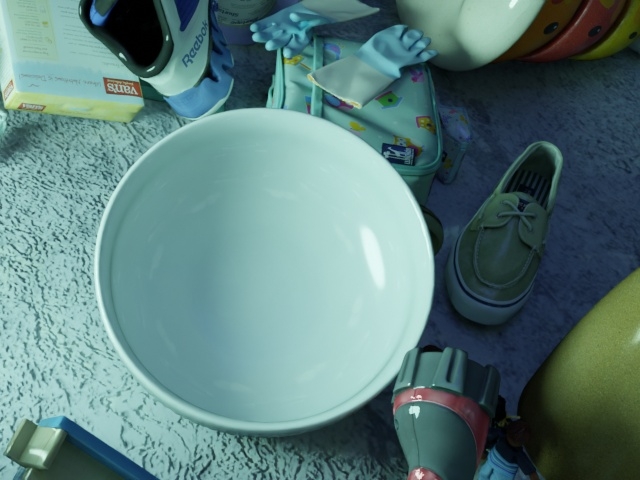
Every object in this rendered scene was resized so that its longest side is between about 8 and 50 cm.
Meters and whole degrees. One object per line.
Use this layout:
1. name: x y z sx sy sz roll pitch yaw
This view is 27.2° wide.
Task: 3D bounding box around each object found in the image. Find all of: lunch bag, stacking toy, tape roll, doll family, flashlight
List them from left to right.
1. tape roll: -0.114 -0.367 1.806 0.189 0.189 0.080 16 40 -2
2. lunch bag: 0.034 -0.148 1.675 0.224 0.108 0.279 11 40 -9
3. flashlight: 0.088 0.248 1.194 0.103 0.103 0.304 16 59 3
4. lunch bag: 0.165 -0.126 1.726 0.053 0.071 0.083 4 43 -17
5. doll family: 0.149 0.183 1.347 0.193 0.111 0.076 31 42 15
6. stacking toy: 0.383 -0.383 1.960 0.480 0.350 0.350 9 39 -33

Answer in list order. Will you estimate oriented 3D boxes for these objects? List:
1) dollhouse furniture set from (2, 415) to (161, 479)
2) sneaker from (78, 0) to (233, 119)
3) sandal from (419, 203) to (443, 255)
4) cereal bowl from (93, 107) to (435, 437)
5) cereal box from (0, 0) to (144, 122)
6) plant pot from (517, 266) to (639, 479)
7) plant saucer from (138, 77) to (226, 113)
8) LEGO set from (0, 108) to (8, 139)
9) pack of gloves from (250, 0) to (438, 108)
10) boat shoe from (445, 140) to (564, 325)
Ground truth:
1. dollhouse furniture set: -0.313 0.285 1.111 0.303 0.198 0.286 37 59 -24
2. sneaker: -0.209 -0.317 1.634 0.182 0.127 0.315 24 48 -60
3. sandal: 0.002 -0.001 1.503 0.303 0.120 0.086 5 56 -15
4. cereal bowl: -0.061 0.041 1.362 0.339 0.141 0.339 2 74 -9
5. cereal box: -0.323 -0.265 1.642 0.173 0.047 0.240 3 62 -37
6. plant pot: 0.357 0.131 1.370 0.237 0.254 0.237 10 42 -9
7. plant saucer: -0.215 -0.208 1.726 0.192 0.018 0.067 11 42 -9
8. LEGO set: -0.501 -0.184 1.529 0.287 0.107 0.132 11 41 -8
9. pack of gloves: 0.036 -0.270 1.699 0.195 0.046 0.232 31 40 19
10. boat shoe: 0.227 -0.019 1.611 0.109 0.094 0.302 21 41 4
